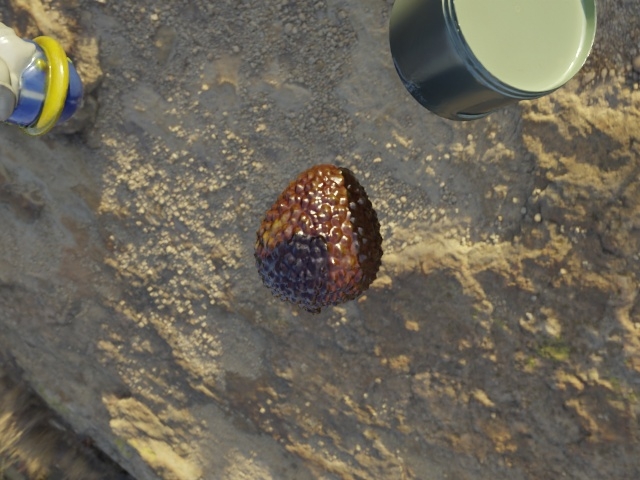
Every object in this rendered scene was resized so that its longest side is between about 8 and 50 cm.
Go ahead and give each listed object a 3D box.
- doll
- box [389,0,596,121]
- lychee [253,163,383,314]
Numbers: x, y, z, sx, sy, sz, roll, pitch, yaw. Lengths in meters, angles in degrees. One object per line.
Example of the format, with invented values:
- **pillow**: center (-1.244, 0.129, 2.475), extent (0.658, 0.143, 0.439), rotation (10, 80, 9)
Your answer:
- **doll**: center (-0.462, -0.247, 0.805), extent (0.311, 0.243, 0.159), rotation (33, 94, 41)
- **box**: center (0.224, -0.286, 0.718), extent (0.226, 0.226, 0.149), rotation (55, 163, -12)
- **lychee**: center (0.000, 0.000, 0.961), extent (0.236, 0.236, 0.271), rotation (16, 98, 18)
